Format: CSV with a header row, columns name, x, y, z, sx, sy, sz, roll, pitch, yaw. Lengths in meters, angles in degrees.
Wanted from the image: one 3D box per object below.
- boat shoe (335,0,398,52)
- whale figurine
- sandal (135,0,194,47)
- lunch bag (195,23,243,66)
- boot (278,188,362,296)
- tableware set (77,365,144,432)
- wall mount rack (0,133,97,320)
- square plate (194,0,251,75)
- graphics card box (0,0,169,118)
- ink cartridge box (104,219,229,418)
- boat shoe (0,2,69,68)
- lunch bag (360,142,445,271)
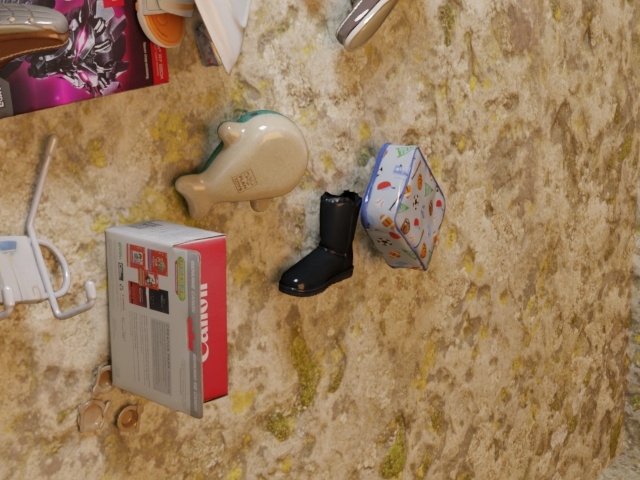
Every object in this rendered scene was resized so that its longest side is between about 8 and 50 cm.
name,x,y,z,sx,sy,sz,roll,pitch,yaw
boat shoe,0.125,-0.542,2.128,0.324,0.097,0.116,-51,175,-19
whale figurine,-0.161,-0.151,1.939,0.272,0.141,0.216,-31,127,-8
sandal,-0.250,-0.451,1.624,0.102,0.076,0.265,-23,118,-49
lunch bag,-0.195,-0.380,1.862,0.071,0.053,0.083,-35,117,-37
boot,0.000,0.000,2.165,0.246,0.094,0.207,-20,120,-50
tableware set,-0.392,0.304,1.892,0.169,0.020,0.141,10,95,-49
wall mount rack,-0.492,-0.018,1.561,0.350,0.130,0.304,0,68,-66
square plate,-0.185,-0.510,1.680,0.344,0.049,0.347,-89,161,-53
graphics card box,-0.422,-0.342,1.593,0.371,0.094,0.232,-21,117,-42
ink cartridge box,-0.257,0.138,1.782,0.130,0.272,0.309,-12,108,-45
boat shoe,-0.508,-0.262,1.398,0.123,0.324,0.116,-79,161,-62
lunch bag,0.202,-0.078,2.312,0.303,0.115,0.243,55,47,-55
